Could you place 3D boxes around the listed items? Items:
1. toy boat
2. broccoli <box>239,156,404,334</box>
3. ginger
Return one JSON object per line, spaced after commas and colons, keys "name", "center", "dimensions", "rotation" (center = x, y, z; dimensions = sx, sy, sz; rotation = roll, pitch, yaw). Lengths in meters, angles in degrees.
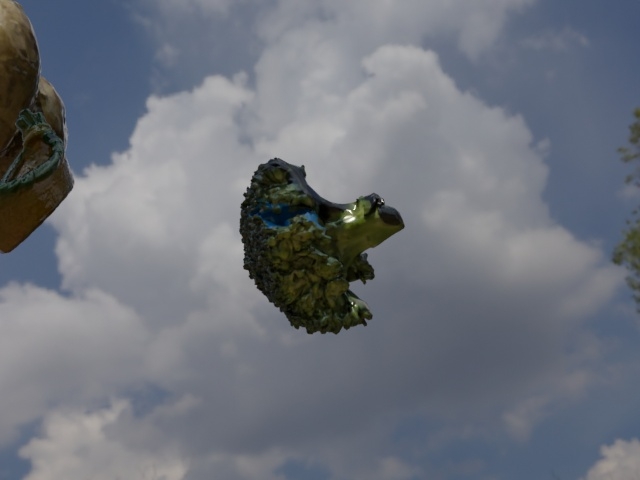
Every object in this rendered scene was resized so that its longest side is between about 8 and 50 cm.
{"name": "toy boat", "center": [-0.286, -0.051, 0.885], "dimensions": [0.089, 0.229, 0.088], "rotation": [-30, -71, 21]}
{"name": "broccoli", "center": [0.000, 0.000, 0.947], "dimensions": [0.160, 0.167, 0.154], "rotation": [-29, -41, 7]}
{"name": "ginger", "center": [-0.443, -0.192, 1.350], "dimensions": [0.155, 0.245, 0.304], "rotation": [-11, -21, -4]}
